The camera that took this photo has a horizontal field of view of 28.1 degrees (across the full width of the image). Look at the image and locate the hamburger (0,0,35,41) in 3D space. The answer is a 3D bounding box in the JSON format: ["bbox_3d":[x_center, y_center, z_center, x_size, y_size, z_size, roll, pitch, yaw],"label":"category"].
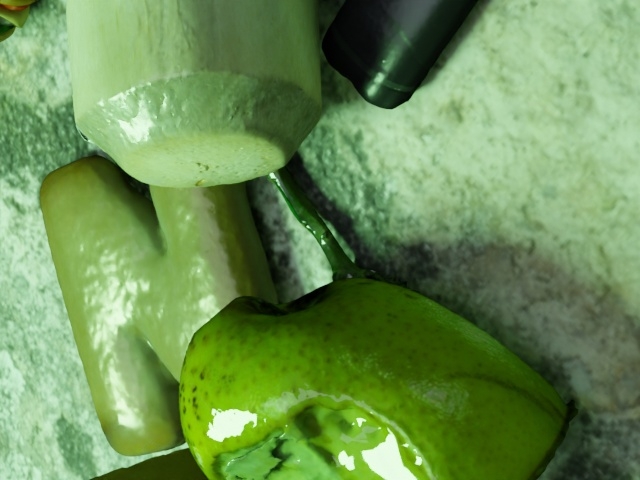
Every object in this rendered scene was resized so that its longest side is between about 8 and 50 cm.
[{"bbox_3d":[-0.339,-0.260,1.199,0.115,0.162,0.162,-41,73,30],"label":"hamburger"}]

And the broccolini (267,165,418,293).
[{"bbox_3d":[0.000,-0.002,1.064,0.071,0.057,0.254,-34,77,-12],"label":"broccolini"}]

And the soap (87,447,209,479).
[{"bbox_3d":[-0.210,0.338,1.109,0.156,0.293,0.335,53,123,16],"label":"soap"}]

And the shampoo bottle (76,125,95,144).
[{"bbox_3d":[-0.167,-0.177,1.142,0.074,0.074,0.192,40,118,24],"label":"shampoo bottle"}]

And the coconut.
[{"bbox_3d":[-0.098,-0.160,1.010,0.202,0.202,0.221,-14,73,35],"label":"coconut"}]

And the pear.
[{"bbox_3d":[0.023,0.132,0.968,0.255,0.164,0.238,47,121,2],"label":"pear"}]

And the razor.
[{"bbox_3d":[0.067,-0.180,0.993,0.090,0.054,0.148,46,119,16],"label":"razor"}]

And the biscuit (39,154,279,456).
[{"bbox_3d":[-0.144,0.044,1.164,0.237,0.062,0.290,-17,86,34],"label":"biscuit"}]
